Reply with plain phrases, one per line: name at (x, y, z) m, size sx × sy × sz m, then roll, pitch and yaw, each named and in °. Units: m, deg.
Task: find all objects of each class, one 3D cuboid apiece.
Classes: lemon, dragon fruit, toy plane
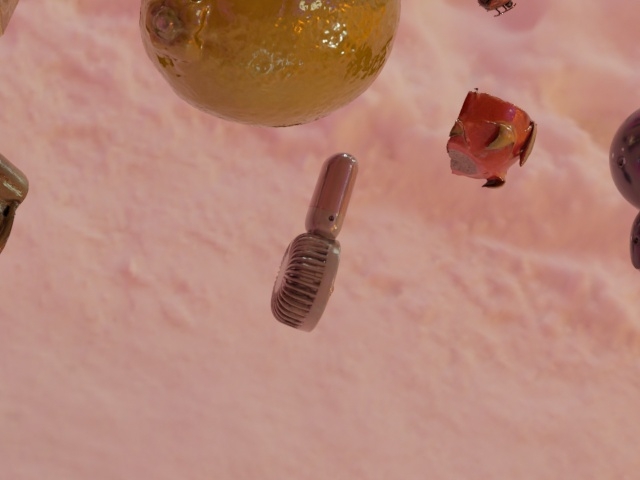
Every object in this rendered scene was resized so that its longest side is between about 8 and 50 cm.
lemon at (-0.042, -0.172, 1.090) m, size 0.248 × 0.184 × 0.184 m, roll -23°, pitch 63°, yaw -44°
dragon fruit at (0.135, -0.075, 1.113) m, size 0.060 × 0.083 × 0.056 m, roll 17°, pitch 70°, yaw 14°
toy plane at (0.293, -0.395, 2.225) m, size 0.145 × 0.060 × 0.037 m, roll -31°, pitch 53°, yaw -24°

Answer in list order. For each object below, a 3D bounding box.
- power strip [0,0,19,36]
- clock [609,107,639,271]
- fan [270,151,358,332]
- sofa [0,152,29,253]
power strip at (-0.410, -0.372, 1.730) m, size 0.070 × 0.256 × 0.105 m, roll 9°, pitch 50°, yaw 3°
clock at (0.440, -0.066, 1.703) m, size 0.200 × 0.146 × 0.243 m, roll -28°, pitch 43°, yaw 17°
fan at (0.000, 0.000, 1.898) m, size 0.074 × 0.130 × 0.244 m, roll 18°, pitch 86°, yaw -9°
sofa at (-0.394, -0.028, 1.153) m, size 0.258 × 0.200 × 0.182 m, roll -38°, pitch 37°, yaw 6°
